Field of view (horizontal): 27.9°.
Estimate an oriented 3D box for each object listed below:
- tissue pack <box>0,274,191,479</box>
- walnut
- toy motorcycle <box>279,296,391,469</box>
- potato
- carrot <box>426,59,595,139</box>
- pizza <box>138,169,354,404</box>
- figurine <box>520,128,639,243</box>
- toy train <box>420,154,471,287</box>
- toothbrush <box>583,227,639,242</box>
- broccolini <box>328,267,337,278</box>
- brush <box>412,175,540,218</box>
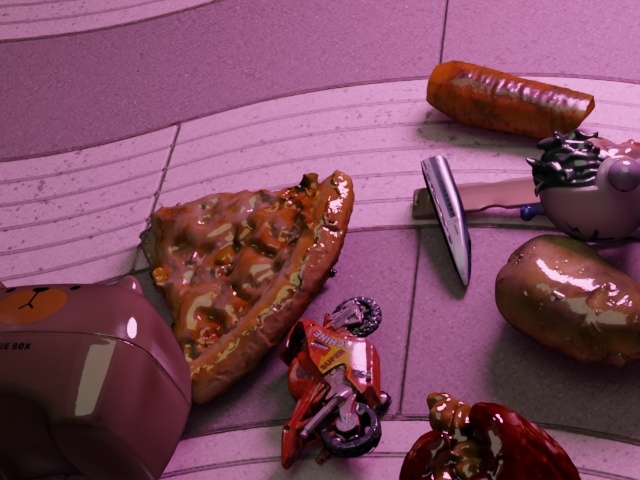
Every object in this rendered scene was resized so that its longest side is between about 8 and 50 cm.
[{"bbox_3d":[-0.392,0.209,1.911,0.387,0.267,0.276,-2,51,23],"label":"tissue pack"},{"bbox_3d":[0.215,0.305,1.674,0.222,0.269,0.244,-22,49,12],"label":"walnut"},{"bbox_3d":[0.017,0.209,1.941,0.171,0.089,0.298,-6,46,10],"label":"toy motorcycle"},{"bbox_3d":[0.392,0.099,1.918,0.296,0.141,0.192,27,42,35],"label":"potato"},{"bbox_3d":[0.336,-0.243,2.293,0.302,0.114,0.114,18,53,24],"label":"carrot"},{"bbox_3d":[-0.105,0.024,2.103,0.392,0.080,0.435,-29,48,4],"label":"pizza"},{"bbox_3d":[0.500,-0.080,1.959,0.382,0.261,0.186,8,77,19],"label":"figurine"},{"bbox_3d":[0.222,-0.029,2.130,0.048,0.055,0.252,-17,56,4],"label":"toy train"},{"bbox_3d":[0.526,-0.020,2.078,0.342,0.025,0.030,-14,51,2],"label":"toothbrush"},{"bbox_3d":[0.003,-0.006,2.185,0.123,0.062,0.271,18,51,22],"label":"broccolini"},{"bbox_3d":[0.313,-0.072,2.172,0.321,0.050,0.060,-5,62,21],"label":"brush"}]
